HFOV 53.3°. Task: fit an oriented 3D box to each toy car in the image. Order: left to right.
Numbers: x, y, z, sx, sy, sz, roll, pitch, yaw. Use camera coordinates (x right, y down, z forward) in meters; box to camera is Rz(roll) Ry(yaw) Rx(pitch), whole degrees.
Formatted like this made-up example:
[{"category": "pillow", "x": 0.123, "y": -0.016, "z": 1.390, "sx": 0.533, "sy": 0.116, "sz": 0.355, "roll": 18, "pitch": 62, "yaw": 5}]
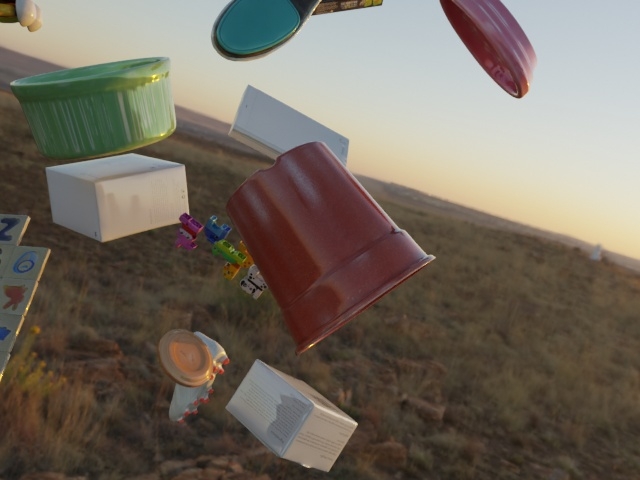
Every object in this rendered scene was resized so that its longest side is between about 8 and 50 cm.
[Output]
[{"category": "toy car", "x": -0.788, "y": -0.596, "z": 1.585, "sx": 0.159, "sy": 0.136, "sz": 0.182, "roll": -3, "pitch": 10, "yaw": -11}]

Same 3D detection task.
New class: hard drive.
[{"category": "hard drive", "x": -0.071, "y": -0.262, "z": 1.626, "sx": 0.307, "sy": 0.040, "sz": 0.203, "roll": 26, "pitch": 42, "yaw": -16}]

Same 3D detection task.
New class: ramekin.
[{"category": "ramekin", "x": -0.435, "y": -0.265, "z": 1.268, "sx": 0.303, "sy": 0.148, "sz": 0.303, "roll": -7, "pitch": 21, "yaw": 3}]

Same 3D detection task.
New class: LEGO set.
[{"category": "LEGO set", "x": -0.196, "y": 0.037, "z": 1.308, "sx": 0.227, "sy": 0.093, "sz": 0.087, "roll": 37, "pitch": 27, "yaw": 2}]

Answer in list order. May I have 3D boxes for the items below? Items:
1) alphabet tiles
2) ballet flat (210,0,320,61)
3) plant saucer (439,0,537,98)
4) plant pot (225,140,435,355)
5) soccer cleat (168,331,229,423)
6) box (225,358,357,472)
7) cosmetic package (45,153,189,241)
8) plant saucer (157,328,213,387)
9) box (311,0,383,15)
[{"category": "alphabet tiles", "x": -0.569, "y": 0.101, "z": 0.942, "sx": 0.285, "sy": 0.343, "sz": 0.011, "roll": 4, "pitch": -31, "yaw": 7}, {"category": "ballet flat", "x": -0.082, "y": -0.509, "z": 1.365, "sx": 0.139, "sy": 0.400, "sz": 0.139, "roll": 39, "pitch": -15, "yaw": 12}, {"category": "plant saucer", "x": 0.415, "y": -0.498, "z": 1.549, "sx": 0.332, "sy": 0.084, "sz": 0.332, "roll": 49, "pitch": 11, "yaw": -13}, {"category": "plant pot", "x": 0.000, "y": 0.000, "z": 1.042, "sx": 0.265, "sy": 0.272, "sz": 0.272, "roll": 55, "pitch": 14, "yaw": 8}, {"category": "soccer cleat", "x": -0.220, "y": 0.236, "z": 1.094, "sx": 0.076, "sy": 0.196, "sz": 0.068, "roll": 42, "pitch": 33, "yaw": 17}, {"category": "box", "x": -0.056, "y": 0.350, "z": 1.271, "sx": 0.182, "sy": 0.119, "sz": 0.181, "roll": 28, "pitch": -8, "yaw": 41}, {"category": "cosmetic package", "x": -0.456, "y": -0.105, "z": 1.435, "sx": 0.224, "sy": 0.138, "sz": 0.224, "roll": 15, "pitch": 26, "yaw": 41}, {"category": "plant saucer", "x": -0.176, "y": 0.153, "z": 0.842, "sx": 0.083, "sy": 0.013, "sz": 0.083, "roll": 33, "pitch": 33, "yaw": -25}, {"category": "box", "x": 0.039, "y": -0.607, "z": 1.556, "sx": 0.207, "sy": 0.036, "sz": 0.114, "roll": -15, "pitch": 57, "yaw": -20}]
